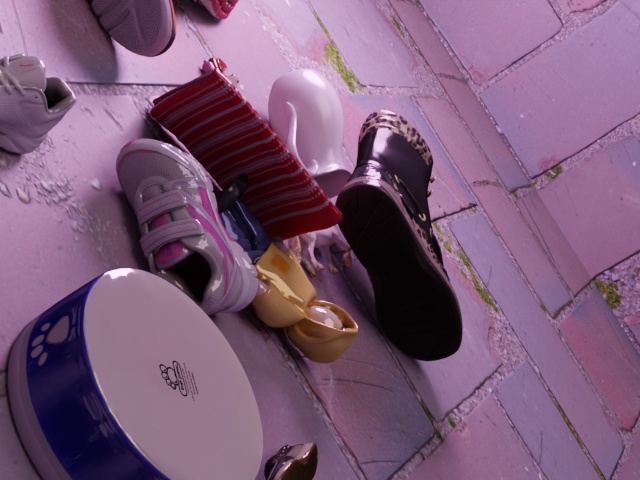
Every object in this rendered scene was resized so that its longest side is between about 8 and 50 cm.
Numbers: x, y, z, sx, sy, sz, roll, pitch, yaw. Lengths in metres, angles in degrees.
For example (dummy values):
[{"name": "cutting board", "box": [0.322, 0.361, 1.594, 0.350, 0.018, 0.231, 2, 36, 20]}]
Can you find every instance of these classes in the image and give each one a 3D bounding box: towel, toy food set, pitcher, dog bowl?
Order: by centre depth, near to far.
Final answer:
[{"name": "dog bowl", "box": [-0.180, 0.163, 1.182, 0.265, 0.104, 0.265, 45, 24, -26]}, {"name": "towel", "box": [-0.106, -0.109, 1.638, 0.275, 0.199, 0.031, 49, 60, -18]}, {"name": "toy food set", "box": [-0.164, -0.271, 1.931, 0.078, 0.019, 0.122, 49, 23, -18]}, {"name": "pitcher", "box": [-0.025, -0.185, 1.965, 0.178, 0.125, 0.207, 21, 50, -66]}]

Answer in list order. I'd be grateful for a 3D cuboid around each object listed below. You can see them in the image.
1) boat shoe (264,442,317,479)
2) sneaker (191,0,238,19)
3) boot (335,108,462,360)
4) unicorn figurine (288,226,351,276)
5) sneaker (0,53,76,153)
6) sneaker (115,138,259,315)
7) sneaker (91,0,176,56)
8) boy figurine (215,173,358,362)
[{"name": "boat shoe", "box": [-0.042, 0.278, 1.385, 0.152, 0.049, 0.056, -14, 102, -74]}, {"name": "sneaker", "box": [-0.208, -0.465, 1.995, 0.112, 0.121, 0.299, 30, 7, 17]}, {"name": "boot", "box": [0.143, -0.013, 1.957, 0.377, 0.138, 0.284, 59, 24, -30]}, {"name": "unicorn figurine", "box": [0.000, 0.000, 1.845, 0.162, 0.060, 0.111, 12, 53, -64]}, {"name": "sneaker", "box": [-0.355, -0.167, 1.255, 0.232, 0.115, 0.090, 5, 55, -63]}, {"name": "sneaker", "box": [-0.173, -0.014, 1.444, 0.252, 0.103, 0.111, 56, 20, 0]}, {"name": "sneaker", "box": [-0.271, -0.408, 1.757, 0.180, 0.124, 0.321, 1, 58, -63]}, {"name": "boy figurine", "box": [-0.061, 0.052, 1.608, 0.285, 0.092, 0.177, 52, 19, -3]}]
